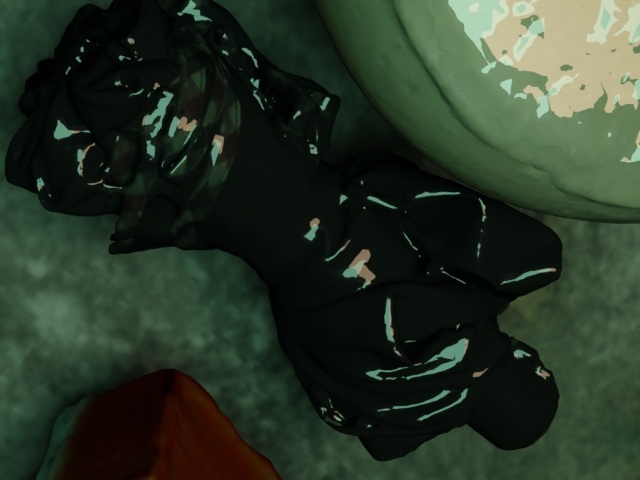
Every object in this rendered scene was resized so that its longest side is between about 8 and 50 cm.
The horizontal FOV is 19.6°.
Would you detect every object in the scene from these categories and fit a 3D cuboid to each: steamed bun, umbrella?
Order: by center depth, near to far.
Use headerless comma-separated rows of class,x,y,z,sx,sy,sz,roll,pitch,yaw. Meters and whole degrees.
steamed bun,0.119,-0.150,0.753,0.283,0.177,0.283,-3,100,-15
umbrella,0.000,-0.001,0.779,0.272,0.110,0.122,39,84,-19

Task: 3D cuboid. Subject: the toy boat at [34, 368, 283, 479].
toy boat,-0.024,0.221,0.802,0.133,0.145,0.332,-33,108,15
